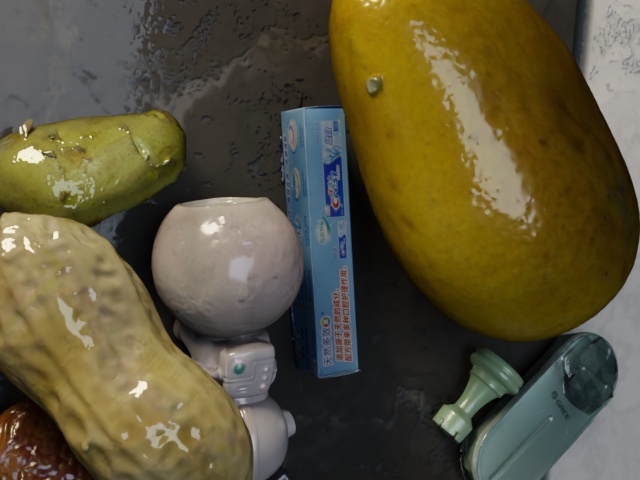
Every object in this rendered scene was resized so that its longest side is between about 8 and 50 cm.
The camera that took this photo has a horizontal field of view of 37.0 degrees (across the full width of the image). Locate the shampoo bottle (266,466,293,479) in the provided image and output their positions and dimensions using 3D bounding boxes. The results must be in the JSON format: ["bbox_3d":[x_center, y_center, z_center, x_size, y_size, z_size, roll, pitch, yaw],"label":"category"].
[{"bbox_3d":[-0.132,0.352,0.927,0.309,0.071,0.098,-42,111,-20],"label":"shampoo bottle"}]

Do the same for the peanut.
[{"bbox_3d":[-0.171,0.111,0.798,0.149,0.149,0.313,-41,86,-20],"label":"peanut"}]

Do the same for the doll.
[{"bbox_3d":[-0.083,0.104,0.907,0.151,0.151,0.287,-5,98,-27],"label":"doll"}]

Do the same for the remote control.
[{"bbox_3d":[0.262,0.205,1.137,0.247,0.052,0.104,-40,110,-21],"label":"remote control"}]

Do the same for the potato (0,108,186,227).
[{"bbox_3d":[-0.206,-0.067,0.867,0.188,0.085,0.105,-24,81,-28],"label":"potato"}]

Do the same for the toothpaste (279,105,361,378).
[{"bbox_3d":[0.000,0.000,0.983,0.053,0.066,0.272,-5,94,-27],"label":"toothpaste"}]

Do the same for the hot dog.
[{"bbox_3d":[-0.195,0.232,0.843,0.227,0.099,0.160,42,45,4],"label":"hot dog"}]

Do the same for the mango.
[{"bbox_3d":[0.153,-0.096,0.964,0.445,0.221,0.301,49,56,-21],"label":"mango"}]

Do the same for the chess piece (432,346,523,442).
[{"bbox_3d":[0.175,0.179,1.088,0.067,0.067,0.103,44,81,-22],"label":"chess piece"}]
